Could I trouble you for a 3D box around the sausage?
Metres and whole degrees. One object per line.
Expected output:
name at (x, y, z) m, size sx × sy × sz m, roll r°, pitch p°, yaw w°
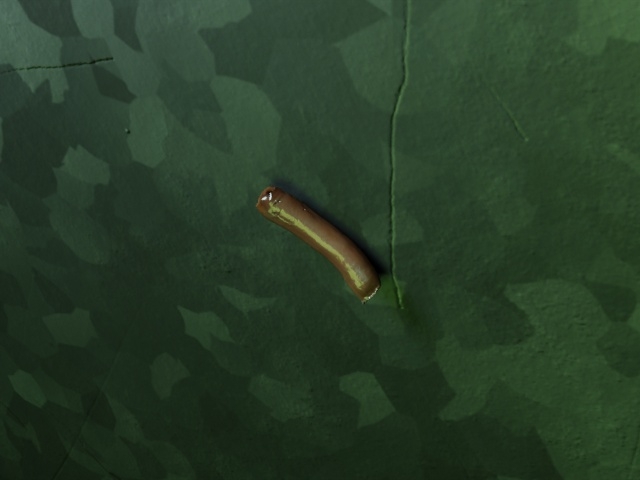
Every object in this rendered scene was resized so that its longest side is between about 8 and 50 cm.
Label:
sausage at (0.000, 0.000, 1.284) m, size 0.176 × 0.047 × 0.040 m, roll 39°, pitch 153°, yaw -1°
